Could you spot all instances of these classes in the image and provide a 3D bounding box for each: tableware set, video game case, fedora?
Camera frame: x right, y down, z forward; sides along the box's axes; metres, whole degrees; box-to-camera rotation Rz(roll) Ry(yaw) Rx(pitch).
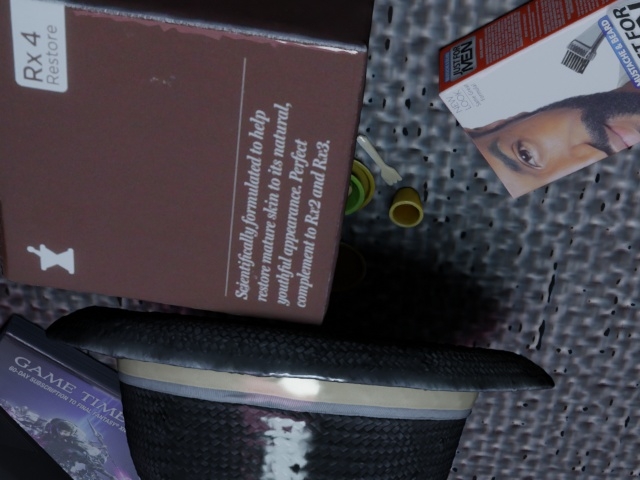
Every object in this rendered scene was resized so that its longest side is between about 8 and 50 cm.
[{"bbox_3d":[0.000,0.000,0.768,0.154,0.024,0.104,-29,121,26],"label":"tableware set"},{"bbox_3d":[-0.242,0.190,0.955,0.196,0.026,0.274,33,125,-19],"label":"video game case"},{"bbox_3d":[-0.015,0.128,0.683,0.334,0.334,0.152,6,86,3],"label":"fedora"}]

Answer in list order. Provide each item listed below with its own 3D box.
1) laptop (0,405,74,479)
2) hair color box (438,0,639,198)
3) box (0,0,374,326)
[{"bbox_3d":[-0.241,-0.045,0.569,0.236,0.382,0.408,-54,150,-1],"label":"laptop"},{"bbox_3d":[0.162,-0.102,0.645,0.167,0.053,0.093,-26,123,26],"label":"hair color box"},{"bbox_3d":[-0.061,-0.092,0.584,0.167,0.203,0.168,9,130,-1],"label":"box"}]
